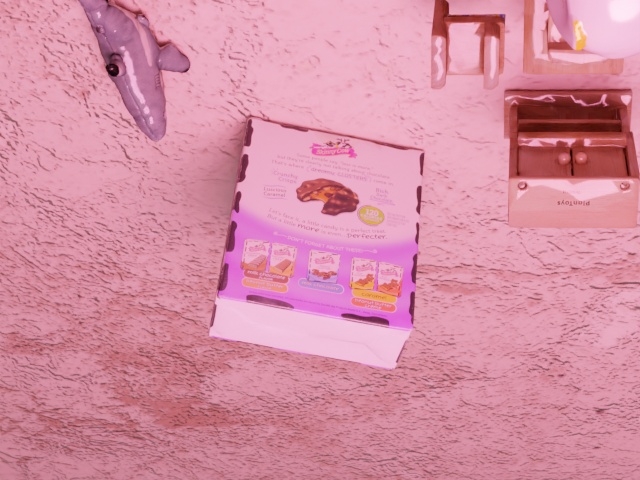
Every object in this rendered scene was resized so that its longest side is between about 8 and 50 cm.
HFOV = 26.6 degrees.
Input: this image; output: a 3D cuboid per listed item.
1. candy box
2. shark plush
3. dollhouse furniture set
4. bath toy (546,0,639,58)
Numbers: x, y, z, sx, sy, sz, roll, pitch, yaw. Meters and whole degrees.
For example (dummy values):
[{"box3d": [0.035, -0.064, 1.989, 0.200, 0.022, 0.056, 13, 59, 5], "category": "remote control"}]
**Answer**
[{"box3d": [0.000, 0.000, 1.182, 0.165, 0.196, 0.070, 11, 144, -4], "category": "candy box"}, {"box3d": [-0.157, -0.156, 1.108, 0.073, 0.067, 0.161, 0, 143, 10], "category": "shark plush"}, {"box3d": [0.193, -0.153, 1.035, 0.212, 0.161, 0.242, 1, 121, 8], "category": "dollhouse furniture set"}, {"box3d": [0.192, -0.266, 0.788, 0.129, 0.151, 0.348, -13, 127, -3], "category": "bath toy"}]
